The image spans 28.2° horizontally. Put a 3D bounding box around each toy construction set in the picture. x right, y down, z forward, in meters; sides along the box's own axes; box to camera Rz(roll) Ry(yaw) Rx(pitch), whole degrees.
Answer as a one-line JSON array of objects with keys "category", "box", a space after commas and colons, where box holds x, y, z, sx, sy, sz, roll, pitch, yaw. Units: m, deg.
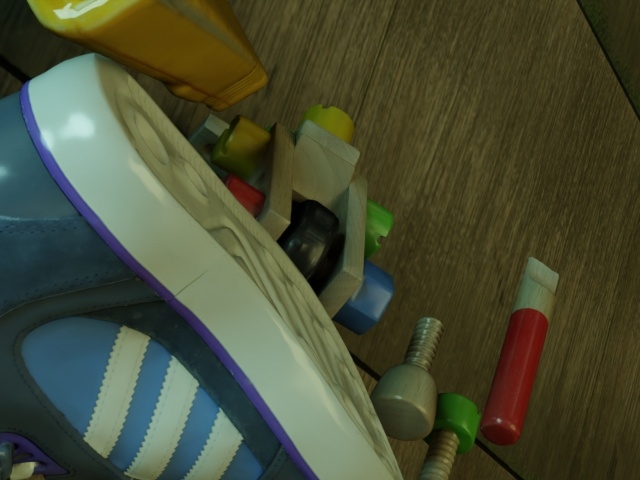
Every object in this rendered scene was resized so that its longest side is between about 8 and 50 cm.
[{"category": "toy construction set", "box": [0.000, 0.000, 0.821, 0.257, 0.309, 0.237, 99, 12, -47]}]

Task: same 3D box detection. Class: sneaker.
[{"category": "sneaker", "box": [-0.119, 0.081, 0.604, 0.322, 0.236, 0.130, 54, 9, -39]}]

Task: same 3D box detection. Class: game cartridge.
[{"category": "game cartridge", "box": [-0.126, -0.197, 0.574, 0.285, 0.053, 0.324, 60, 3, 1]}]
